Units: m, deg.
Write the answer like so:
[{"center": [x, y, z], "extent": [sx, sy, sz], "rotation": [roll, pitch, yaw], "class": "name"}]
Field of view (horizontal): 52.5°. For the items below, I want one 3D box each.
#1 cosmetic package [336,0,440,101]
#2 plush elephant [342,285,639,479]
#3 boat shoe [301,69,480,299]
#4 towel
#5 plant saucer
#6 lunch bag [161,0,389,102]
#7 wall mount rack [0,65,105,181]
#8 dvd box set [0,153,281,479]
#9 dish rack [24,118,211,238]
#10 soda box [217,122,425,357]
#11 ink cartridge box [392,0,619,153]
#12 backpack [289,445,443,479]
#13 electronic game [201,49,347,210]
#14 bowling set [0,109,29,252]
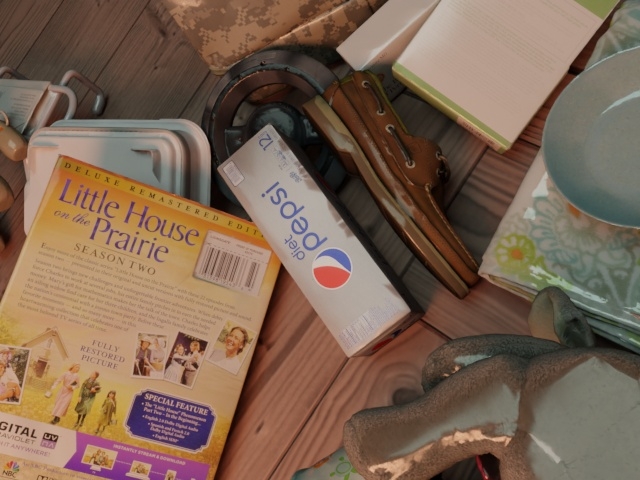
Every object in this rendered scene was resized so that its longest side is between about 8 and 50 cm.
[{"center": [0.143, -0.291, 0.848], "extent": [0.239, 0.099, 0.060], "rotation": [-41, 57, 10], "class": "cosmetic package"}, {"center": [0.228, 0.173, 0.533], "extent": [0.330, 0.255, 0.272], "rotation": [-49, 54, 4], "class": "plush elephant"}, {"center": [0.102, -0.078, 0.760], "extent": [0.104, 0.111, 0.307], "rotation": [-36, 77, -1], "class": "boat shoe"}, {"center": [0.376, -0.056, 0.639], "extent": [0.321, 0.090, 0.374], "rotation": [28, 86, 33], "class": "towel"}, {"center": [0.314, -0.096, 0.618], "extent": [0.195, 0.037, 0.194], "rotation": [-12, 64, 26], "class": "plant saucer"}, {"center": [-0.066, -0.377, 0.899], "extent": [0.305, 0.256, 0.212], "rotation": [-21, 63, 20], "class": "lunch bag"}, {"center": [-0.539, -0.162, 1.159], "extent": [0.350, 0.130, 0.304], "rotation": [12, 74, 31], "class": "wall mount rack"}, {"center": [-0.243, 0.141, 0.797], "extent": [0.062, 0.308, 0.420], "rotation": [160, 127, -70], "class": "dvd box set"}, {"center": [-0.317, -0.037, 0.950], "extent": [0.333, 0.072, 0.285], "rotation": [6, 97, 27], "class": "dish rack"}, {"center": [0.000, 0.000, 0.780], "extent": [0.091, 0.098, 0.286], "rotation": [-39, 72, 10], "class": "soda box"}, {"center": [0.220, -0.246, 0.762], "extent": [0.171, 0.056, 0.235], "rotation": [37, 96, 7], "class": "ink cartridge box"}, {"center": [0.067, 0.311, 0.586], "extent": [0.191, 0.225, 0.253], "rotation": [-32, 51, 13], "class": "backpack"}, {"center": [-0.060, -0.145, 0.892], "extent": [0.229, 0.048, 0.229], "rotation": [2, 97, 17], "class": "electronic game"}, {"center": [-0.613, -0.093, 1.046], "extent": [0.154, 0.200, 0.287], "rotation": [42, 120, 17], "class": "bowling set"}]
